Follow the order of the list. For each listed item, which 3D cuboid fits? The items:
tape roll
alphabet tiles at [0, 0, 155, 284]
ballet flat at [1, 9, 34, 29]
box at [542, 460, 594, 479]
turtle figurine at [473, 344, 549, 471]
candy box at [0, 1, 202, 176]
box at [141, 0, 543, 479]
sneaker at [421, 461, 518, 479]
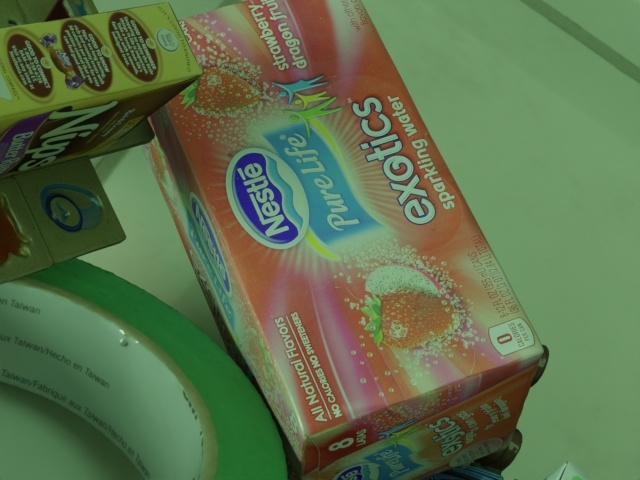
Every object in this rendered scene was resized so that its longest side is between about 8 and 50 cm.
[{"bbox_3d":[-0.179,0.113,0.812,0.321,0.077,0.321,18,27,-10],"label":"tape roll"},{"bbox_3d":[-0.254,-0.097,0.847,0.342,0.011,0.285,-21,83,-45],"label":"alphabet tiles"},{"bbox_3d":[-0.381,-0.241,0.951,0.483,0.182,0.164,48,46,-11],"label":"ballet flat"},{"bbox_3d":[0.158,0.288,0.854,0.262,0.231,0.127,37,46,0],"label":"box"},{"bbox_3d":[0.051,0.058,1.063,0.217,0.087,0.269,28,46,-10],"label":"turtle figurine"},{"bbox_3d":[-0.168,-0.073,0.822,0.187,0.109,0.053,-21,84,-45],"label":"candy box"},{"bbox_3d":[0.000,0.000,0.955,0.154,0.142,0.300,-18,62,-12],"label":"box"},{"bbox_3d":[0.127,0.224,0.992,0.221,0.083,0.087,37,53,3],"label":"sneaker"}]
